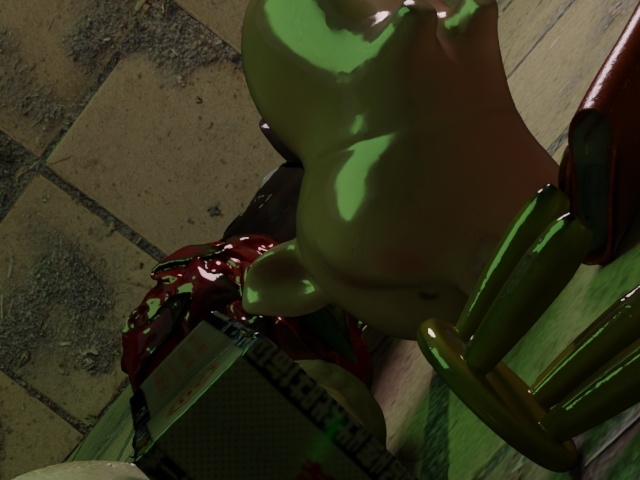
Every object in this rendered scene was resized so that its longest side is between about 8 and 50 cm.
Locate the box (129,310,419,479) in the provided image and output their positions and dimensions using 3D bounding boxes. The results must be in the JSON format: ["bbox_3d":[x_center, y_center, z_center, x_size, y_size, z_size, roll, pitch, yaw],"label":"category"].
[{"bbox_3d":[-0.004,0.136,0.806,0.084,0.198,0.310,-46,5,-6],"label":"box"}]

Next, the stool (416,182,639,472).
[{"bbox_3d":[0.125,0.047,0.795,0.110,0.135,0.134,-48,52,12],"label":"stool"}]

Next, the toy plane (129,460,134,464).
[{"bbox_3d":[-0.173,0.277,1.465,0.106,0.155,0.381,-50,-10,26],"label":"toy plane"}]

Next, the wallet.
[{"bbox_3d":[0.214,-0.099,1.006,0.204,0.045,0.142,-57,-27,-34],"label":"wallet"}]

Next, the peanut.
[{"bbox_3d":[-0.013,0.149,1.074,0.129,0.129,0.224,-52,2,2],"label":"peanut"}]

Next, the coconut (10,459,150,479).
[{"bbox_3d":[-0.140,0.262,0.951,0.245,0.245,0.247,-54,6,-13],"label":"coconut"}]

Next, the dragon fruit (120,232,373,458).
[{"bbox_3d":[-0.087,0.121,1.335,0.293,0.234,0.234,-49,7,27],"label":"dragon fruit"}]

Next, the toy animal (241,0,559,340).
[{"bbox_3d":[0.051,-0.078,1.157,0.237,0.326,0.269,-13,-44,-25],"label":"toy animal"}]

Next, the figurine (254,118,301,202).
[{"bbox_3d":[0.015,-0.082,1.843,0.365,0.218,0.206,-55,5,38],"label":"figurine"}]

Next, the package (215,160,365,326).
[{"bbox_3d":[0.000,0.000,1.452,0.204,0.251,0.062,-45,50,32],"label":"package"}]
